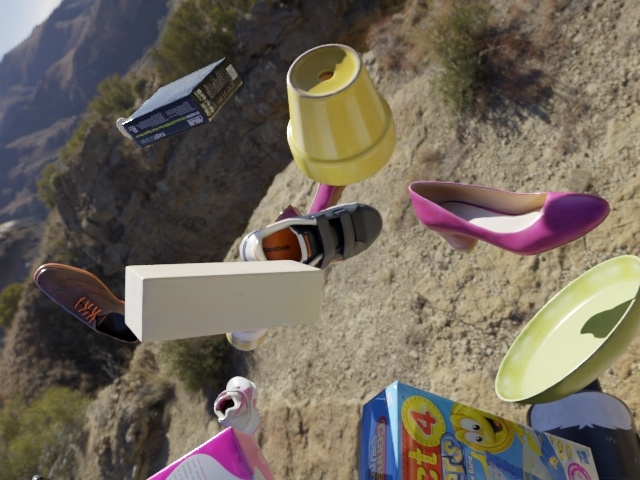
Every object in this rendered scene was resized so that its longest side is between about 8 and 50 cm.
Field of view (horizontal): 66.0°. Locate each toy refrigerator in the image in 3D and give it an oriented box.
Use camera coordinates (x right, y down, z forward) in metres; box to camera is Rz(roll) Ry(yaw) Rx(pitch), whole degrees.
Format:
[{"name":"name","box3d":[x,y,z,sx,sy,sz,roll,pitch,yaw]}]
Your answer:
[{"name":"toy refrigerator","box3d":[-0.138,0.086,0.730,0.102,0.270,0.094,12,101,56]}]

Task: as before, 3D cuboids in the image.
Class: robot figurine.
[{"name":"robot figurine","box3d":[0.439,0.361,0.811,0.209,0.174,0.278,-47,24,41]}]

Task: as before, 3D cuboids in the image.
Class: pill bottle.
[{"name":"pill bottle","box3d":[-0.198,0.225,1.343,0.208,0.118,0.117,114,164,-65]}]

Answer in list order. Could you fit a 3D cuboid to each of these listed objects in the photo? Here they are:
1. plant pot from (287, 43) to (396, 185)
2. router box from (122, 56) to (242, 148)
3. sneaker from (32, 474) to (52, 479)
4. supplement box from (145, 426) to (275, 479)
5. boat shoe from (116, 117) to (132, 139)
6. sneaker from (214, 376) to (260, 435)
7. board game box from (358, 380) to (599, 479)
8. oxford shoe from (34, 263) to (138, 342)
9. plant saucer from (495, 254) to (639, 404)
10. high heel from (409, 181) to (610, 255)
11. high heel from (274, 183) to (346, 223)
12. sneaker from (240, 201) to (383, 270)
[{"name":"plant pot","box3d":[0.033,-0.292,1.114,0.254,0.239,0.253,-6,60,11]},{"name":"router box","box3d":[-0.165,-0.164,0.590,0.123,0.038,0.092,-11,39,32]},{"name":"sneaker","box3d":[-0.276,0.271,0.390,0.130,0.228,0.087,-97,-7,-46]},{"name":"supplement box","box3d":[-0.176,0.368,0.673,0.220,0.114,0.111,-31,60,-4]},{"name":"boat shoe","box3d":[-0.423,-0.248,1.110,0.035,0.100,0.035,38,93,30]},{"name":"sneaker","box3d":[-0.252,0.472,1.451,0.103,0.111,0.252,-50,22,1]},{"name":"board game box","box3d":[0.190,0.350,0.539,0.086,0.302,0.308,-54,20,42]},{"name":"oxford shoe","box3d":[-0.522,0.145,1.129,0.096,0.271,0.098,-54,25,-5]},{"name":"plant saucer","box3d":[0.318,0.120,0.620,0.241,0.037,0.241,-47,-8,-9]},{"name":"high heel","box3d":[0.217,-0.047,0.611,0.082,0.117,0.244,-51,19,-18]},{"name":"high heel","box3d":[0.056,-0.105,1.346,0.377,0.127,0.181,-45,76,15]},{"name":"sneaker","box3d":[0.000,0.000,1.021,0.127,0.321,0.126,-179,73,-73]}]
